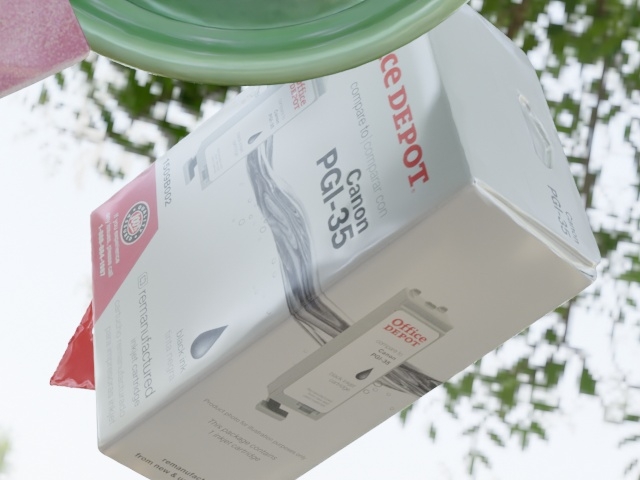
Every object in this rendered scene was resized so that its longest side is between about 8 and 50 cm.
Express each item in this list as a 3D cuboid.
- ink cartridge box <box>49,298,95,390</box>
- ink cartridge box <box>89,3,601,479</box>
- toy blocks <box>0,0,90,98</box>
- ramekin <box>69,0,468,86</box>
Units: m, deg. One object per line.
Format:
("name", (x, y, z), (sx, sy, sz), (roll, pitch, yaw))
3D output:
("ink cartridge box", (-0.113, 0.043, 1.241), (0.224, 0.181, 0.056), (4, -36, 30))
("ink cartridge box", (0.000, 0.000, 0.896), (0.283, 0.207, 0.117), (-37, -50, 24))
("toy blocks", (-0.147, -0.104, 0.447), (0.288, 0.260, 0.309), (-30, 16, -31))
("ramekin", (-0.035, -0.218, 0.729), (0.303, 0.303, 0.148), (12, 0, 1))
